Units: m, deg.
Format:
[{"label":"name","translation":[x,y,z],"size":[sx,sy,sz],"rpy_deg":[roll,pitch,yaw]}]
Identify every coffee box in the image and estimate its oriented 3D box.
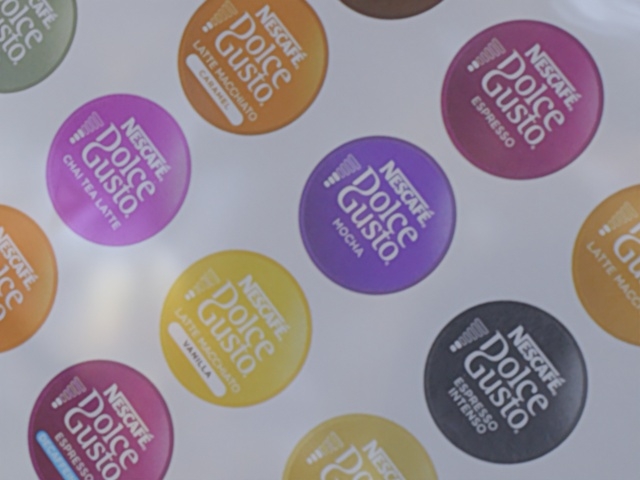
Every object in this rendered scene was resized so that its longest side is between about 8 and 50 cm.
[{"label":"coffee box","translation":[0.000,0.000,0.653],"size":[0.334,0.338,0.338],"rpy_deg":[-39,80,7]}]
